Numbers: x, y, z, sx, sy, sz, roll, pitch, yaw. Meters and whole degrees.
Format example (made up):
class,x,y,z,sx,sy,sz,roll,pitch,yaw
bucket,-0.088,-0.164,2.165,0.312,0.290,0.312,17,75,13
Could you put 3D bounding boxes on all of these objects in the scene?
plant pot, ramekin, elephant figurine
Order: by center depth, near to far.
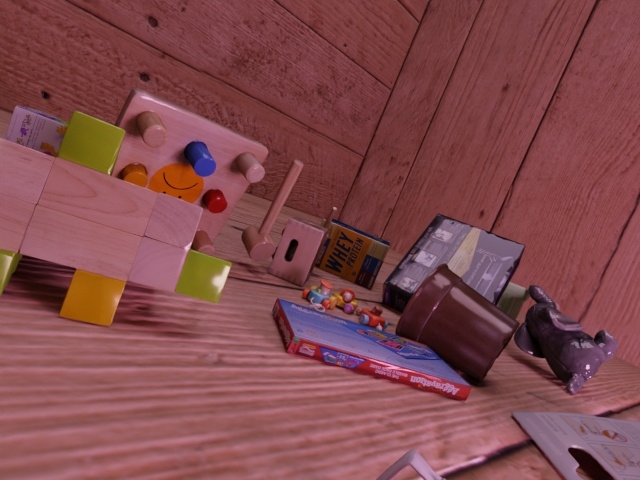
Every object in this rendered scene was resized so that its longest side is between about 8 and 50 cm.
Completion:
class,x,y,z,sx,sy,sz,roll,pitch,yaw
plant pot,0.253,0.153,0.800,0.165,0.166,0.167,33,10,27
elephant figurine,0.561,0.225,1.072,0.239,0.169,0.186,48,2,28
ramekin,0.445,0.161,1.312,0.304,0.148,0.303,21,2,-1

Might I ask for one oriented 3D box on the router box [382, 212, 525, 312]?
class,x,y,z,sx,sy,sz,roll,pitch,yaw
router box,0.337,0.085,1.114,0.243,0.309,0.080,26,-37,27

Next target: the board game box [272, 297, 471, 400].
class,x,y,z,sx,sy,sz,roll,pitch,yaw
board game box,0.071,0.161,0.660,0.282,0.027,0.145,20,8,-17

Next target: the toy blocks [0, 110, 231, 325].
class,x,y,z,sx,sy,sz,roll,pitch,yaw
toy blocks,-0.315,-0.041,0.523,0.382,0.190,0.261,20,-5,-24

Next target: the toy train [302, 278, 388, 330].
class,x,y,z,sx,sy,sz,roll,pitch,yaw
toy train,0.050,0.120,0.850,0.167,0.046,0.125,20,6,-24

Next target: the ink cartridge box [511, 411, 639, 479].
class,x,y,z,sx,sy,sz,roll,pitch,yaw
ink cartridge box,0.470,0.330,0.518,0.386,0.091,0.308,5,7,0

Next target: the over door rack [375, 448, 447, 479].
class,x,y,z,sx,sy,sz,roll,pitch,yaw
over door rack,0.155,0.210,0.167,0.325,0.108,0.239,24,6,17

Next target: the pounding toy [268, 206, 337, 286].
class,x,y,z,sx,sy,sz,roll,pitch,yaw
pounding toy,-0.037,-0.009,1.024,0.094,0.180,0.206,22,6,4

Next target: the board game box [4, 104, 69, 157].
class,x,y,z,sx,sy,sz,roll,pitch,yaw
board game box,-0.455,-0.142,0.886,0.276,0.144,0.142,21,6,-17

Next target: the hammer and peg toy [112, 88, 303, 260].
class,x,y,z,sx,sy,sz,roll,pitch,yaw
hammer and peg toy,-0.212,-0.096,0.800,0.362,0.265,0.127,15,28,-44

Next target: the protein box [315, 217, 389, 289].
class,x,y,z,sx,sy,sz,roll,pitch,yaw
protein box,0.087,0.032,1.314,0.201,0.135,0.200,23,7,7
